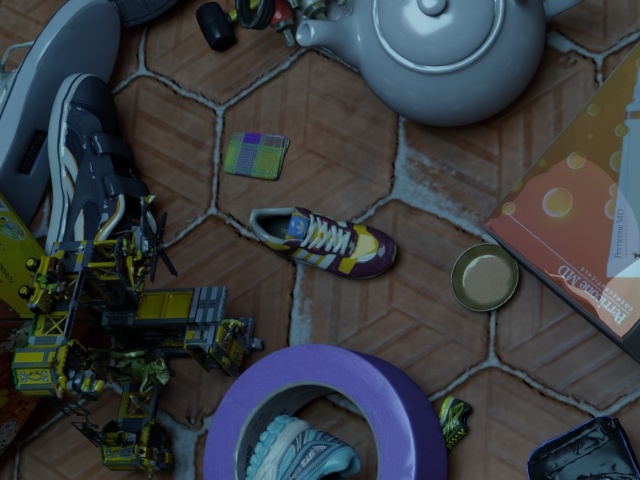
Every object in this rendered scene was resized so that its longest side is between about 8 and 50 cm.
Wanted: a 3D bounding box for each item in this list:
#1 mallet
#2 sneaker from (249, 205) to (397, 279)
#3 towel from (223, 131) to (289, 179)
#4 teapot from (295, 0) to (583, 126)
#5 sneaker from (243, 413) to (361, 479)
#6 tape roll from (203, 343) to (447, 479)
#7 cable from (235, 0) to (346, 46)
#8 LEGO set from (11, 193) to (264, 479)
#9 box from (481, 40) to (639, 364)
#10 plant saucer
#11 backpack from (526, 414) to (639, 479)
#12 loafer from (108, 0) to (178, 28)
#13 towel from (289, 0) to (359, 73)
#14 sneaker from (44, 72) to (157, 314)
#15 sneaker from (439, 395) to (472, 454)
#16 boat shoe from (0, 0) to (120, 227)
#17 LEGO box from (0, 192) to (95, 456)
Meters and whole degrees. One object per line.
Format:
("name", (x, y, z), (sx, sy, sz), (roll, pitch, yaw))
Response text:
("mallet", (-0.081, -0.328, 2.145), (0.189, 0.039, 0.062), (-36, 65, 5))
("sneaker", (0.000, 0.000, 1.967), (0.185, 0.084, 0.069), (8, 76, 27))
("towel", (-0.083, -0.109, 2.084), (0.083, 0.009, 0.060), (7, 77, 27))
("teapot", (0.149, -0.260, 1.904), (0.252, 0.187, 0.256), (35, 89, 13))
("sneaker", (-0.036, 0.337, 1.750), (0.122, 0.110, 0.283), (13, 87, 27))
("tape roll", (0.004, 0.259, 1.856), (0.275, 0.090, 0.275), (-6, 76, 27))
("cable", (-0.070, -0.381, 2.081), (0.139, 0.072, 0.287), (-34, 65, 30))
("LEGO set", (-0.196, 0.130, 1.902), (0.192, 0.331, 0.255), (-3, 51, 22))
("box", (0.382, -0.062, 1.768), (0.215, 0.168, 0.345), (42, 93, 29))
("plant saucer", (0.195, 0.045, 1.904), (0.083, 0.015, 0.083), (-8, 69, 22))
("backpack", (0.288, 0.257, 1.751), (0.114, 0.084, 0.105), (-24, 64, 10))
("loafer", (-0.201, -0.375, 2.196), (0.302, 0.095, 0.109), (-28, 94, 18))
("towel", (0.089, -0.349, 2.065), (0.187, 0.049, 0.282), (33, 88, 30))
("sneaker", (-0.276, -0.062, 2.092), (0.127, 0.126, 0.321), (-3, 80, 27))
("sneaker", (0.150, 0.220, 1.857), (0.035, 0.031, 0.083), (10, 77, 26))
("boat shoe", (-0.407, -0.183, 2.192), (0.156, 0.136, 0.367), (32, 101, 35))
("LEGO box", (-0.569, 0.068, 2.085), (0.500, 0.193, 0.372), (48, 114, 29))
